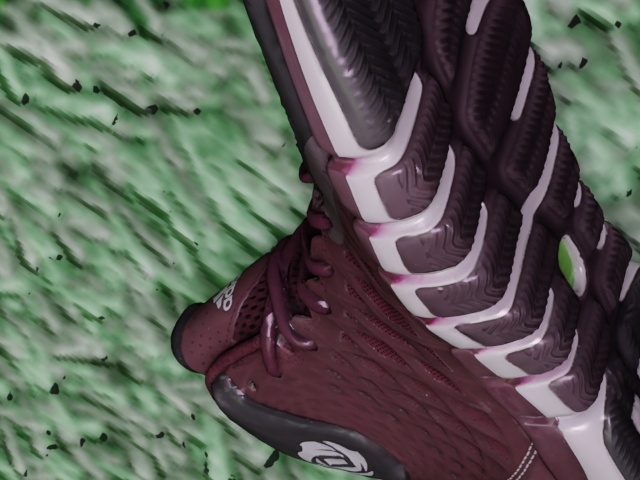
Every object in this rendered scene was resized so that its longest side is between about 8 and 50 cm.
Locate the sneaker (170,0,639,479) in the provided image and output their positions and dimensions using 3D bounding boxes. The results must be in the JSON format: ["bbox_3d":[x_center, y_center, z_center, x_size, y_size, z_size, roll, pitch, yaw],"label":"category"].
[{"bbox_3d":[0.000,0.000,0.571,0.162,0.106,0.281,-8,131,32],"label":"sneaker"}]
